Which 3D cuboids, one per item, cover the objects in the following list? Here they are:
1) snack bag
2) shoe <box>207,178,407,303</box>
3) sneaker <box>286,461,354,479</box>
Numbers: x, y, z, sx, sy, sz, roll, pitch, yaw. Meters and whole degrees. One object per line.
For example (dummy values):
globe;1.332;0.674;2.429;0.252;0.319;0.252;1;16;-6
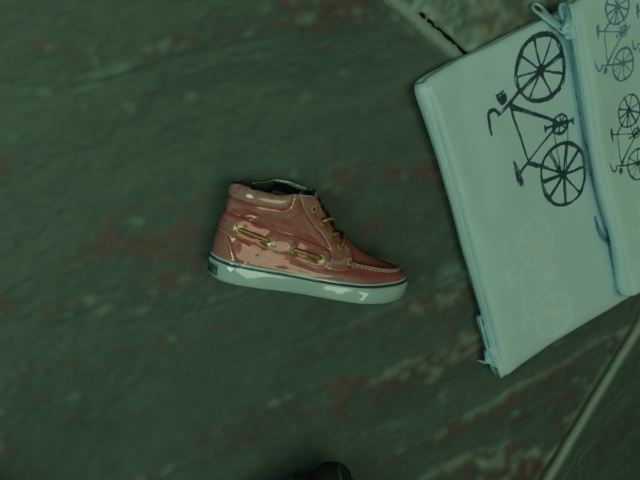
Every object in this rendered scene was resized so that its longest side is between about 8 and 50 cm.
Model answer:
snack bag;0.261;-0.076;0.930;0.343;0.037;0.323;-27;114;-19
shoe;0.000;0.000;0.800;0.178;0.063;0.081;8;104;-24
sneaker;0.007;0.316;0.886;0.106;0.101;0.267;-17;113;1
